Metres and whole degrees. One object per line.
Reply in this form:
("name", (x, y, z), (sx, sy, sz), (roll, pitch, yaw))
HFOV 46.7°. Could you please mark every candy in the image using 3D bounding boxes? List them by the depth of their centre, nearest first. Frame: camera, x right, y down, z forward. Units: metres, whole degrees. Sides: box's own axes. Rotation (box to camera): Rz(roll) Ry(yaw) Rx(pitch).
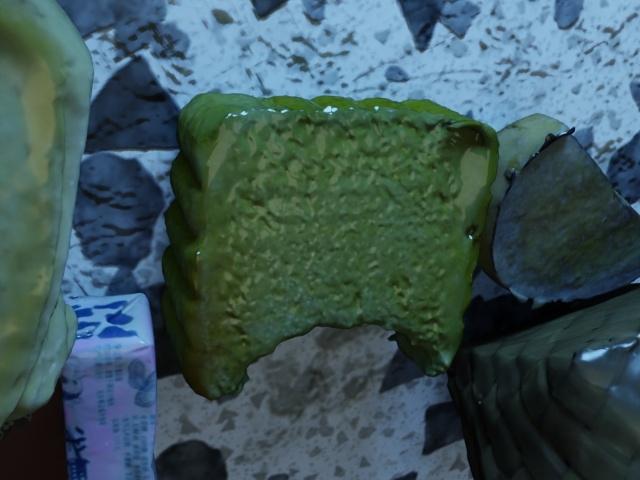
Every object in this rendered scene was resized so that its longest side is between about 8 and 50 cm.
("candy", (-0.168, 0.125, 0.585), (0.073, 0.092, 0.160), (-2, 115, -15))

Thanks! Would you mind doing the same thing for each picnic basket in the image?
("picnic basket", (0.290, 0.205, 0.642), (0.293, 0.337, 0.337), (-19, 119, -12))

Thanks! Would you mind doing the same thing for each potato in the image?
("potato", (0.203, -0.017, 0.670), (0.243, 0.098, 0.138), (32, 103, -38))

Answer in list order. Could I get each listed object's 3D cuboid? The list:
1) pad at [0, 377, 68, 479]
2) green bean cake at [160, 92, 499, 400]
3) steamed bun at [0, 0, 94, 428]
("pad", (-0.304, 0.166, 0.605), (0.267, 0.004, 0.181), (8, 109, -24))
("green bean cake", (0.000, 0.000, 0.580), (0.236, 0.124, 0.233), (-2, 112, -21))
("steamed bun", (-0.246, 0.032, 0.435), (0.247, 0.189, 0.428), (13, 98, -41))
